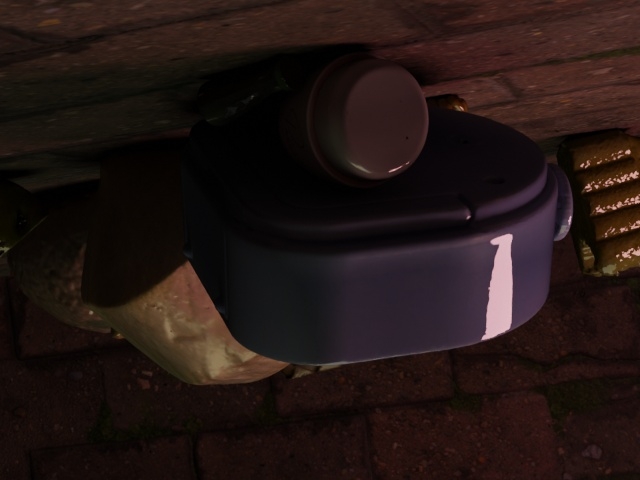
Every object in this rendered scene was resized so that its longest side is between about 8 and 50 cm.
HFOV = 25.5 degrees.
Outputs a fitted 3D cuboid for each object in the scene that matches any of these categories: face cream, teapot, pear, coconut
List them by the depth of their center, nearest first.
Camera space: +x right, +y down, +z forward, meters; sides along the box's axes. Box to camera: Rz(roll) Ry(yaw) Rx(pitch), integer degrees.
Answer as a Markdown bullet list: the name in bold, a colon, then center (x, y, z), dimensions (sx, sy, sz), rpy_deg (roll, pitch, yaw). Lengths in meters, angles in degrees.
- **teapot**: center (-0.058, -0.131, 1.224), dimensions (0.042, 0.043, 0.110), rpy_deg (-5, 174, -44)
- **face cream**: center (0.027, -0.104, 1.228), dimensions (0.117, 0.117, 0.104), rpy_deg (-6, -175, -34)
- **coconut**: center (-0.150, 0.014, 1.704), dimensions (0.328, 0.329, 0.329), rpy_deg (-8, 177, 0)
- **pear**: center (-0.412, -0.026, 1.736), dimensions (0.141, 0.104, 0.141), rpy_deg (-37, -169, 9)

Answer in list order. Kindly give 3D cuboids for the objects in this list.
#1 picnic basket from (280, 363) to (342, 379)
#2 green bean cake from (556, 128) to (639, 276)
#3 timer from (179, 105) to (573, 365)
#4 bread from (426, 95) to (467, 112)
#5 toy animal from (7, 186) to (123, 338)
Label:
- **picnic basket**: center (0.000, 0.000, 2.168), dimensions (0.293, 0.337, 0.337), rpy_deg (-17, 173, 29)
- **green bean cake**: center (0.464, -0.057, 2.267), dimensions (0.124, 0.233, 0.236), rpy_deg (-14, 178, 3)
- **timer**: center (0.064, -0.010, 1.380), dimensions (0.394, 0.173, 0.395), rpy_deg (0, -159, 0)
- **bread**: center (0.122, -0.141, 1.583), dimensions (0.088, 0.034, 0.049), rpy_deg (-8, 171, 12)
- **toy animal**: center (-0.321, 0.036, 2.041), dimensions (0.358, 0.226, 0.188), rpy_deg (-8, -147, 43)
